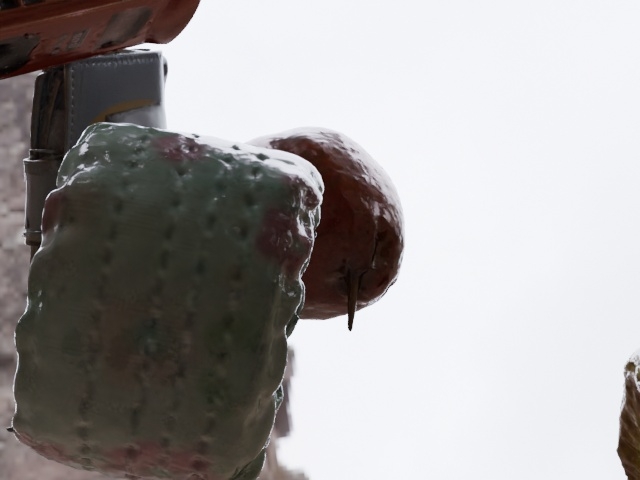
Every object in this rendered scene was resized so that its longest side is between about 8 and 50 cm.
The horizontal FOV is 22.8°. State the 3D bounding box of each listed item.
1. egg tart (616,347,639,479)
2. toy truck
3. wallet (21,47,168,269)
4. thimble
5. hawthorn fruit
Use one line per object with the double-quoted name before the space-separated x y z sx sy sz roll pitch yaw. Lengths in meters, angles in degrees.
"egg tart" 0.406 0.275 1.701 0.150 0.352 0.352 -3 -40 5
"toy truck" -0.168 -0.184 1.088 0.252 0.114 0.107 -19 -16 -34
"wallet" -0.169 -0.038 1.254 0.069 0.231 0.170 6 7 25
"thimble" -0.085 0.045 0.906 0.149 0.185 0.211 12 -74 -1
"hawthorn fruit" 0.000 0.000 1.708 0.210 0.262 0.211 -17 -49 -21
